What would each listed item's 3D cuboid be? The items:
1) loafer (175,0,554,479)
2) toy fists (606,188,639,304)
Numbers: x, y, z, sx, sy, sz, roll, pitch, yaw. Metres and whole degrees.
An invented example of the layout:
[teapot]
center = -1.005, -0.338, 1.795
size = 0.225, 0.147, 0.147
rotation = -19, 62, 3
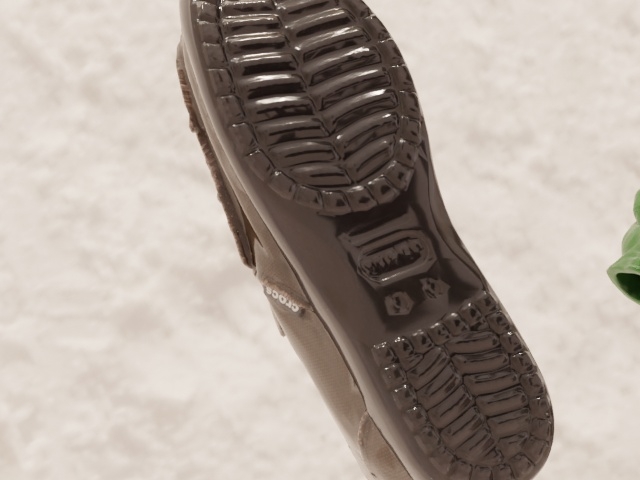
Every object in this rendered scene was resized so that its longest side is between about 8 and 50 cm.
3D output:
[loafer]
center = 0.000, 0.000, 1.038
size = 0.134, 0.130, 0.366
rotation = -12, 70, -29
[toy fists]
center = 0.381, -0.008, 1.659
size = 0.096, 0.279, 0.142
rotation = 43, 74, -19
